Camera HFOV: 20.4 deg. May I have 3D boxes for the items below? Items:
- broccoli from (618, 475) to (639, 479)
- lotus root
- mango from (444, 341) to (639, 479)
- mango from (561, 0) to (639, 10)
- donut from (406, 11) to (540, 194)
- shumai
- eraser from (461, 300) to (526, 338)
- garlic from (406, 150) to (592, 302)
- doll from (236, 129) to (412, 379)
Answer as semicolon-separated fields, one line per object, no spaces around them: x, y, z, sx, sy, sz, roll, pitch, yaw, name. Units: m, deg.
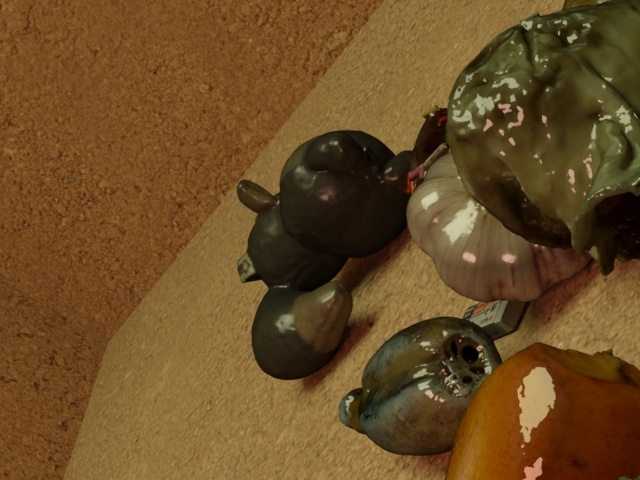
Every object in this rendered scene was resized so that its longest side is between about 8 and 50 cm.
0.221;0.290;1.404;0.270;0.270;0.270;21;-90;-78;broccoli
0.125;0.191;2.196;0.322;0.140;0.158;139;134;-64;lotus root
0.202;0.246;1.717;0.199;0.201;0.350;-23;-36;-58;mango
0.382;-0.304;2.171;0.176;0.175;0.329;35;127;44;mango
0.236;-0.141;2.518;0.345;0.136;0.259;-45;16;45;donut
0.340;-0.122;1.933;0.330;0.292;0.288;-41;18;-19;shumai
0.217;0.100;2.276;0.122;0.029;0.052;-31;30;61;eraser
0.237;-0.017;2.216;0.245;0.245;0.253;-63;-21;-19;garlic
0.032;0.007;2.833;0.382;0.252;0.379;-44;51;51;doll
